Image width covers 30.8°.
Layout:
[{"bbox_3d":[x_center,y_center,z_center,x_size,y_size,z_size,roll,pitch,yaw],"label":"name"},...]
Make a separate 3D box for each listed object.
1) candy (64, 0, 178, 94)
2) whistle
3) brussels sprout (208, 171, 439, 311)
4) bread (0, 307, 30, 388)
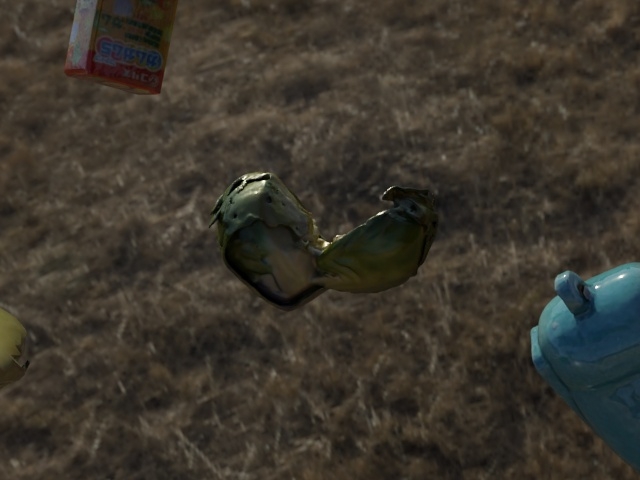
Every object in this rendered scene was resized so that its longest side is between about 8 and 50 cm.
[{"bbox_3d":[-0.136,-0.169,0.821,0.062,0.122,0.038,12,-3,-37],"label":"candy"},{"bbox_3d":[0.219,0.109,0.716,0.093,0.274,0.186,-28,32,27],"label":"whistle"},{"bbox_3d":[0.001,0.001,0.433,0.083,0.051,0.046,8,20,23],"label":"brussels sprout"},{"bbox_3d":[-0.299,-0.016,0.430,0.315,0.248,0.279,-21,80,14],"label":"bread"}]
